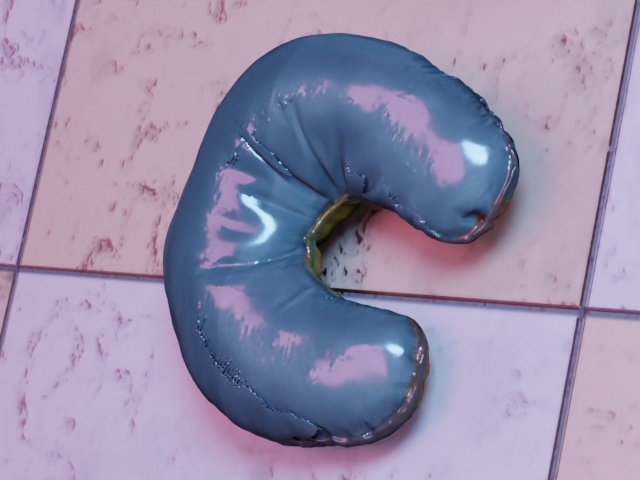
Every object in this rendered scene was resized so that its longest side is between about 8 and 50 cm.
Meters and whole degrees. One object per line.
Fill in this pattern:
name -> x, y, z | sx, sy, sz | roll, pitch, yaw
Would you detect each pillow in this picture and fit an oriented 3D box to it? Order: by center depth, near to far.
pillow -> 0.000, 0.000, 1.089 | 0.214, 0.086, 0.233 | 30, 100, 42
